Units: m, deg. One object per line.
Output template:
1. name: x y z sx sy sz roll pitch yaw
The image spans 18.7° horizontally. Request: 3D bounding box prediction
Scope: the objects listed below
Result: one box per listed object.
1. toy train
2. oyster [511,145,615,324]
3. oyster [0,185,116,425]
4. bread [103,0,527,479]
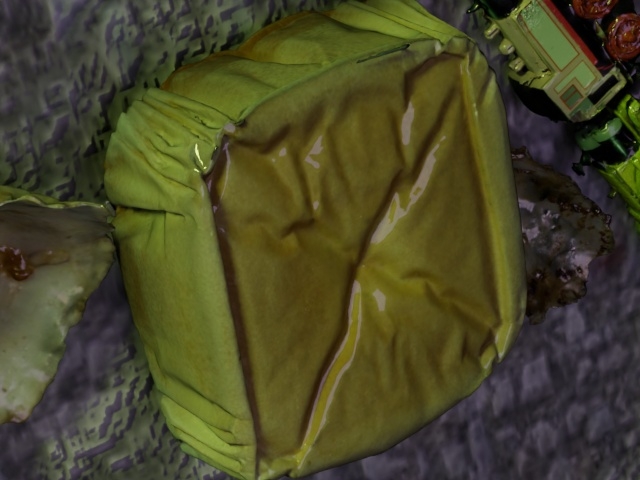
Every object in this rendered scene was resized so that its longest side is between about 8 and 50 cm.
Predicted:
1. toy train: 0.159 -0.076 1.039 0.085 0.053 0.249 -42 124 0
2. oyster: 0.111 -0.015 1.052 0.086 0.029 0.132 -35 120 -20
3. oyster: -0.201 0.018 0.858 0.233 0.107 0.161 10 113 -47
4. bread: -0.001 -0.002 0.948 0.192 0.110 0.210 -27 121 -24
